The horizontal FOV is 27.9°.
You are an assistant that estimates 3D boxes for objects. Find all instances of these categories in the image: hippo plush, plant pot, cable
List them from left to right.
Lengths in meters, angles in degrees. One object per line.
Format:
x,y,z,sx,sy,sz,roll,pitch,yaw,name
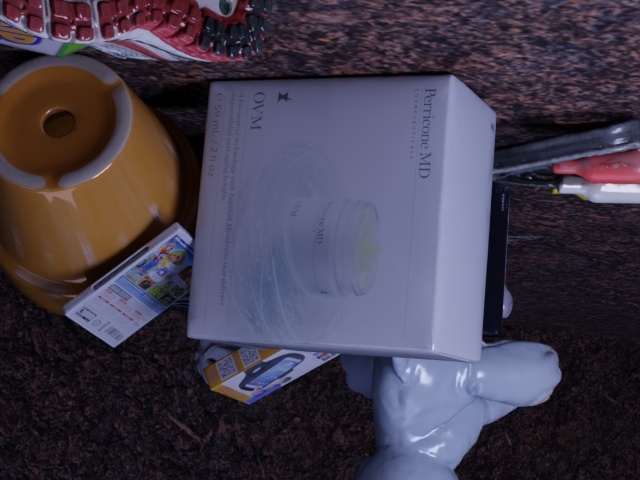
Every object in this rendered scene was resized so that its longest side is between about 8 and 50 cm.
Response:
-0.207,-0.059,1.114,0.205,0.205,0.188,4,157,4,plant pot
0.134,0.220,1.378,0.234,0.237,0.294,5,172,-3,hippo plush
0.181,-0.055,1.160,0.287,0.072,0.139,-9,172,4,cable

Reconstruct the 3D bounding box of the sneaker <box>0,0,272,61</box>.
-0.137,-0.145,0.758,0.092,0.088,0.225,-1,170,44,sneaker

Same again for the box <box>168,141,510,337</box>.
0.000,0.000,1.392,0.294,0.183,0.296,-4,167,40,box

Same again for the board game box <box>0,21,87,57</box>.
-0.245,-0.169,0.859,0.259,0.039,0.124,6,173,-34,board game box

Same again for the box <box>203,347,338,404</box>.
-0.037,0.113,1.259,0.136,0.028,0.081,-29,153,15,box

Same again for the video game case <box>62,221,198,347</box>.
-0.152,0.040,1.110,0.122,0.011,0.087,-36,149,3,video game case

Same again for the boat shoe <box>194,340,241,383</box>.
-0.086,0.121,1.362,0.095,0.084,0.258,6,171,-1,boat shoe

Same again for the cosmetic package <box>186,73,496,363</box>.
0.021,-0.016,1.103,0.224,0.224,0.138,1,172,22,cosmetic package

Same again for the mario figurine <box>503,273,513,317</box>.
0.181,0.081,1.907,0.198,0.170,0.320,-29,-177,-5,mario figurine

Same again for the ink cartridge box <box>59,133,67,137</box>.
-0.286,-0.079,1.297,0.207,0.097,0.046,11,170,-40,ink cartridge box
